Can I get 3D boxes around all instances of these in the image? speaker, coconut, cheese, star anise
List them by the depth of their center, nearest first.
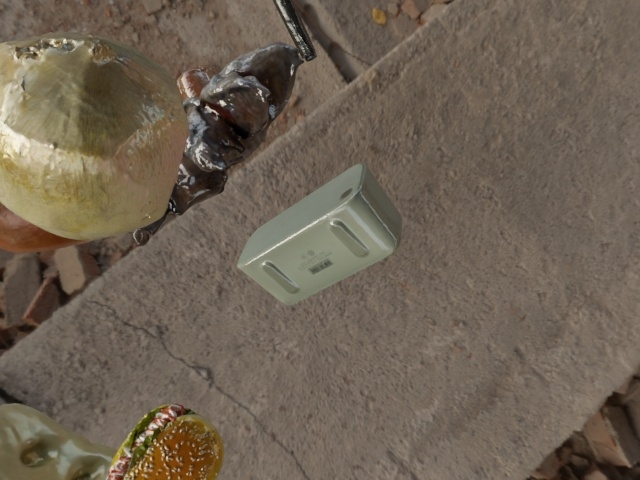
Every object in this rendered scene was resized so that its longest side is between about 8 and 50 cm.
[{"bbox_3d":[-0.211,-0.102,0.463,0.194,0.194,0.195,0,80,-1],"label":"coconut"},{"bbox_3d":[-0.155,-0.173,0.759,0.139,0.359,0.316,32,110,-11],"label":"star anise"},{"bbox_3d":[-0.521,0.459,1.002,0.328,0.351,0.130,50,117,24],"label":"cheese"},{"bbox_3d":[0.000,0.000,1.266,0.406,0.183,0.184,-30,116,30],"label":"speaker"}]

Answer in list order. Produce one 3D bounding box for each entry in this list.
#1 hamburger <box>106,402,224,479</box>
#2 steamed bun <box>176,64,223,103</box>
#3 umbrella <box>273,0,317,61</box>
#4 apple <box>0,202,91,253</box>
[{"bbox_3d":[-0.275,0.398,0.896,0.173,0.116,0.210,40,79,-3],"label":"hamburger"},{"bbox_3d":[-0.264,-0.345,1.219,0.106,0.175,0.145,-33,82,35],"label":"steamed bun"},{"bbox_3d":[-0.044,-0.368,0.852,0.031,0.036,0.133,-14,113,36],"label":"umbrella"},{"bbox_3d":[-0.451,-0.093,0.818,0.253,0.253,0.254,0,80,-1],"label":"apple"}]
